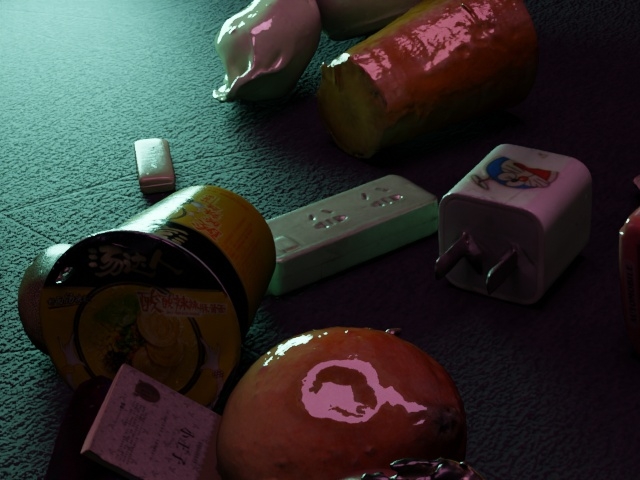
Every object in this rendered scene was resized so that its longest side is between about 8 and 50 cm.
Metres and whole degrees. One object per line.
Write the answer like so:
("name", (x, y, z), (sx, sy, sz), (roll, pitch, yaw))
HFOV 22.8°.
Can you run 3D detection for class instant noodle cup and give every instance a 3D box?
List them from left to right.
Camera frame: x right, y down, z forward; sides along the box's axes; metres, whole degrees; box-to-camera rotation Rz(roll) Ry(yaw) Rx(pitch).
("instant noodle cup", (-0.146, 0.051, 1.631), (0.215, 0.216, 0.236), (5, 22, 16))

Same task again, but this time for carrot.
("carrot", (0.131, -0.230, 2.068), (0.254, 0.196, 0.196), (-22, 35, -28))

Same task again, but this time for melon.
("melon", (-0.277, 0.063, 1.710), (0.099, 0.099, 0.162), (-8, 32, -6))

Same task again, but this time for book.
("book", (-0.111, 0.197, 1.437), (0.198, 0.016, 0.138), (29, 29, -8))

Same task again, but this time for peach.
("peach", (0.031, 0.173, 1.362), (0.232, 0.233, 0.232), (-3, 31, 2))

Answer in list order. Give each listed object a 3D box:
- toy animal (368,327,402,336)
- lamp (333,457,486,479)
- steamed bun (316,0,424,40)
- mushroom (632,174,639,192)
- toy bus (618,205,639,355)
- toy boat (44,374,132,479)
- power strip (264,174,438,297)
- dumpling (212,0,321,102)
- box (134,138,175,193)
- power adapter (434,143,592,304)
("toy animal", (0.000, 0.137, 1.586), (0.219, 0.069, 0.086), (-33, 62, -31))
("lamp", (0.074, 0.280, 1.158), (0.305, 0.240, 0.305), (-2, 30, 1))
("steamed bun", (0.109, -0.401, 2.288), (0.283, 0.177, 0.283), (-18, 5, 2))
("mushroom", (0.459, -0.091, 1.933), (0.202, 0.054, 0.059), (-29, 33, -27))
("toy bus", (0.501, -0.023, 1.664), (0.233, 0.203, 0.427), (15, 38, 37))
("toy boat", (-0.197, 0.254, 1.382), (0.136, 0.079, 0.392), (-24, 29, 10))
("power strip", (0.000, 0.000, 1.825), (0.288, 0.053, 0.093), (-21, 35, -28))
("dumpling", (-0.078, -0.270, 2.216), (0.132, 0.162, 0.250), (34, 52, -7))
("box", (-0.214, -0.098, 2.042), (0.048, 0.025, 0.115), (-9, 31, -5))
("power adapter", (0.199, -0.003, 1.734), (0.130, 0.125, 0.205), (14, 34, 27))
